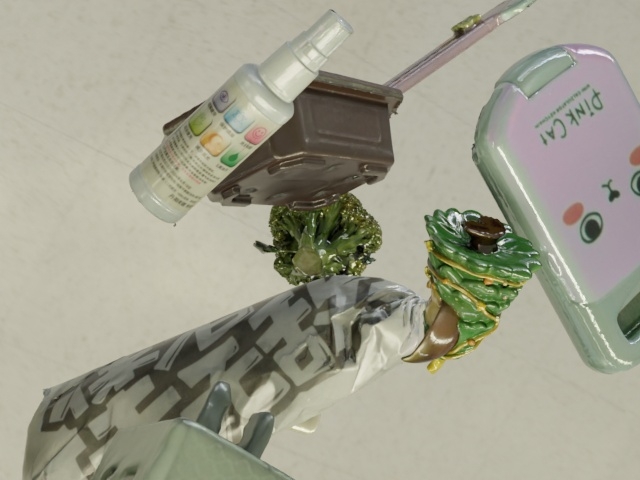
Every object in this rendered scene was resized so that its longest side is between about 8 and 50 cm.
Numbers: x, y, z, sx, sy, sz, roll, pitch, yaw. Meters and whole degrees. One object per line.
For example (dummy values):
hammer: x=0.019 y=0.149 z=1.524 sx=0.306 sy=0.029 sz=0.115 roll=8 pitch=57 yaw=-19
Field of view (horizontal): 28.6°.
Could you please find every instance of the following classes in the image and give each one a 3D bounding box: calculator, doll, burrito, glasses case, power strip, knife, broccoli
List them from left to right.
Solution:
power strip: x=-0.091 y=0.206 z=0.894 sx=0.139 sy=0.140 sz=0.224 roll=33 pitch=66 yaw=-17
burrito: x=-0.079 y=0.128 z=1.153 sx=0.446 sy=0.139 sz=0.101 roll=-26 pitch=145 yaw=10
glasses case: x=-0.041 y=0.169 z=1.252 sx=0.083 sy=0.021 sz=0.032 roll=16 pitch=84 yaw=6
broccoli: x=0.000 y=0.000 z=1.416 sx=0.131 sy=0.120 sz=0.130 roll=40 pitch=115 yaw=-7
knife: x=0.164 y=-0.269 z=1.855 sx=0.399 sy=0.132 sz=0.038 roll=-37 pitch=102 yaw=-17
doll: x=0.101 y=0.041 z=0.807 sx=0.078 sy=0.077 sz=0.113 roll=-19 pitch=117 yaw=-52
calculator: x=0.198 y=-0.020 z=0.887 sx=0.141 sy=0.045 sz=0.246 roll=-35 pitch=103 yaw=-28

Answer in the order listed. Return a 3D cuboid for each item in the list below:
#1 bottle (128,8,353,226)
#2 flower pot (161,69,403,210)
bottle: x=-0.061 y=-0.101 z=0.996 sx=0.217 sy=0.060 sz=0.060 roll=-41 pitch=123 yaw=18
flower pot: x=-0.025 y=-0.087 z=1.239 sx=0.251 sy=0.179 sz=0.084 roll=3 pitch=66 yaw=-55
